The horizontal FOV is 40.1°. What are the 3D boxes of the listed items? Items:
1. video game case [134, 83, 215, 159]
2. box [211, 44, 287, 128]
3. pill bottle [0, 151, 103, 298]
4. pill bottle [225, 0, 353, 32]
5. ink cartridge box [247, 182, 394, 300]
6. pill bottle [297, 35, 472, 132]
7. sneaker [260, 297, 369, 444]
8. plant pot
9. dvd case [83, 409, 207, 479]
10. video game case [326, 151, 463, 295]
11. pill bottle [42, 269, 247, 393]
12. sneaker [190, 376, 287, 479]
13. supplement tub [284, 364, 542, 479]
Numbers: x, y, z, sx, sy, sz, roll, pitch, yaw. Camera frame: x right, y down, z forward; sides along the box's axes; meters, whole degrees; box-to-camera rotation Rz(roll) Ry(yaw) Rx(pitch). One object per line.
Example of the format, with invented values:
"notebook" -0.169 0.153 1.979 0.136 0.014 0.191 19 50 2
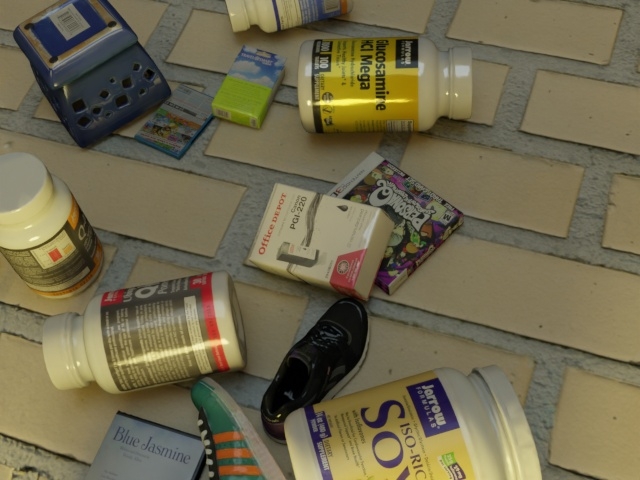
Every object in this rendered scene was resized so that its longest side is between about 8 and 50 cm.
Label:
"video game case" -0.298 -0.254 1.861 0.119 0.015 0.166 25 63 20
"box" -0.149 -0.328 1.867 0.109 0.042 0.178 18 60 8
"pill bottle" -0.507 -0.025 1.581 0.162 0.278 0.162 -3 58 4
"pill bottle" -0.076 -0.548 1.943 0.272 0.152 0.152 -14 57 -2
"ink cartridge box" 0.000 0.000 1.580 0.218 0.092 0.158 15 79 26
"pill bottle" 0.129 -0.309 1.742 0.334 0.188 0.187 -1 57 6
"sneaker" -0.002 0.201 1.468 0.107 0.124 0.283 23 63 19
"plant pot" -0.486 -0.378 1.838 0.236 0.212 0.236 -34 59 -10
"dvd case" -0.304 0.417 1.426 0.181 0.022 0.253 13 60 15
"video game case" 0.115 -0.038 1.657 0.210 0.041 0.232 -43 63 -17
"pill bottle" -0.296 0.164 1.496 0.319 0.176 0.176 -11 57 -1
"sneaker" -0.143 0.356 1.391 0.121 0.108 0.302 -30 63 -15
"supplement tub" 0.132 0.327 1.302 0.332 0.241 0.241 -16 57 -3
